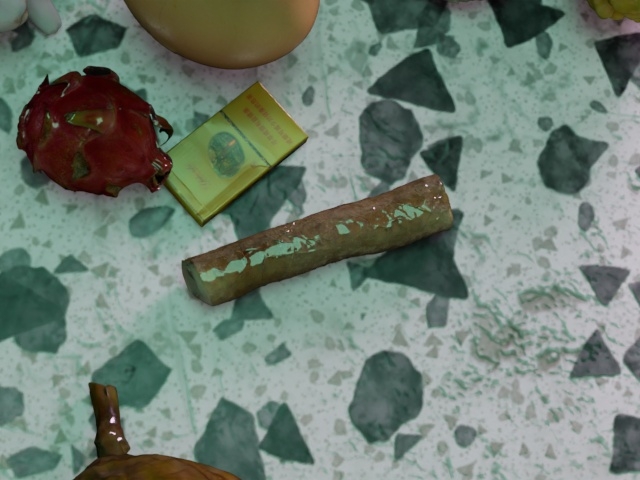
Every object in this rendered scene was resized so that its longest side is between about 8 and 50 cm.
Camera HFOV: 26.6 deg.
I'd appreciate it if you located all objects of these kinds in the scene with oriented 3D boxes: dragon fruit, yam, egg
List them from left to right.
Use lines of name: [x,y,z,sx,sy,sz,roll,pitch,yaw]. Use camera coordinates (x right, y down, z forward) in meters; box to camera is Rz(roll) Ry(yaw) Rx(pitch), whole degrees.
dragon fruit: [-0.229,-0.108,1.386,0.166,0.133,0.136,28,65,0]
egg: [-0.102,-0.280,1.409,0.201,0.201,0.244,-37,55,-17]
yam: [0.000,0.000,1.433,0.299,0.066,0.066,-17,79,-14]

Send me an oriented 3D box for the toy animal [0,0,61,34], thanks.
toy animal: [-0.332,-0.270,1.411,0.138,0.140,0.282,30,69,8]

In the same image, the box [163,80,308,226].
box: [-0.098,-0.094,1.462,0.155,0.023,0.087,-40,88,-17]

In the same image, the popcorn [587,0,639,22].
popcorn: [0.359,-0.358,1.519,0.203,0.200,0.226,28,97,-33]

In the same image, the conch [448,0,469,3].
conch: [0.150,-0.455,1.513,0.297,0.210,0.352,-7,70,6]

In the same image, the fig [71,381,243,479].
fig: [-0.179,0.282,1.264,0.286,0.286,0.369,-17,45,-14]
